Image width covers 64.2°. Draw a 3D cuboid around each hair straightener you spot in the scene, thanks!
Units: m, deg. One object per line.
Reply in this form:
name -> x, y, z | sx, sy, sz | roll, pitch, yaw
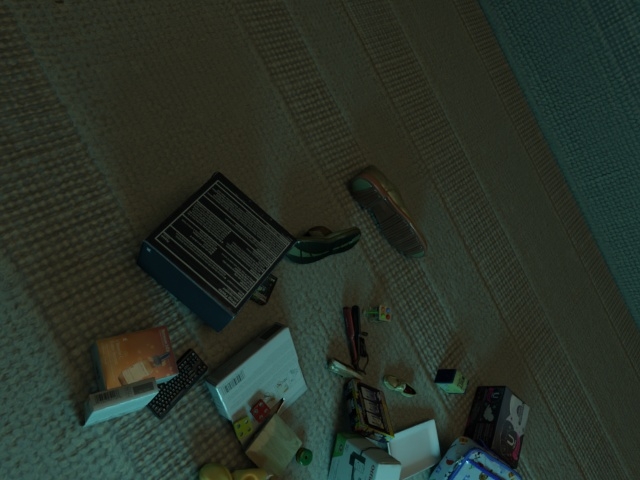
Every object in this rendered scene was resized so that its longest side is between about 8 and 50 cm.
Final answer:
hair straightener -> 0.134, 0.328, 1.694 | 0.089, 0.047, 0.231 | -6, 80, -36

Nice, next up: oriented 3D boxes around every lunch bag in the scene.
lunch bag -> 0.530, 0.816, 1.733 | 0.303, 0.115, 0.243 | 38, 89, -20

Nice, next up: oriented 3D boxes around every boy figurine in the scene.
boy figurine -> -0.202, 0.672, 1.324 | 0.285, 0.092, 0.177 | 34, 78, -20

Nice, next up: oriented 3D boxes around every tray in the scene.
tray -> 0.308, 0.696, 1.700 | 0.270, 0.030, 0.145 | 3, 75, -44

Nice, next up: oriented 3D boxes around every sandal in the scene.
sandal -> 0.000, 0.001, 1.672 | 0.302, 0.120, 0.086 | -12, 56, -39

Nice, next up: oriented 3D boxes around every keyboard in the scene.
keyboard -> -0.386, 0.362, 1.328 | 0.108, 0.023, 0.180 | 52, 53, -12

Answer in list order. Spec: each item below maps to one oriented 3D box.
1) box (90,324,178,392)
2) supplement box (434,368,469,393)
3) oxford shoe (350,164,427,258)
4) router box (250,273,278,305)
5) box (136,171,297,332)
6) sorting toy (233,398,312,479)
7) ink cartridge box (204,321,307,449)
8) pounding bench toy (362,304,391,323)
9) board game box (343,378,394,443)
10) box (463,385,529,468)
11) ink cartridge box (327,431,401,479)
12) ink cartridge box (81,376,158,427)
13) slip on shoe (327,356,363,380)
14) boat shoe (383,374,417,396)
box -> -0.453, 0.295, 1.242 | 0.170, 0.091, 0.130 | -9, 72, -36
supplement box -> 0.480, 0.516, 1.863 | 0.083, 0.083, 0.056 | 41, 58, -21
oxford shoe -> 0.280, -0.111, 1.875 | 0.397, 0.140, 0.146 | 53, 47, -14
router box -> -0.198, 0.125, 1.522 | 0.122, 0.038, 0.092 | 36, 58, -22
box -> -0.279, 0.032, 1.376 | 0.296, 0.183, 0.294 | 42, 55, -3
sorting toy -> -0.143, 0.565, 1.417 | 0.132, 0.046, 0.274 | -49, 113, -30
ink cartridge box -> -0.171, 0.407, 1.448 | 0.275, 0.060, 0.239 | -36, 123, -37
pounding bench toy -> 0.194, 0.250, 1.748 | 0.083, 0.065, 0.052 | 15, 68, -31
board game box -> 0.150, 0.533, 1.594 | 0.141, 0.048, 0.170 | 31, 27, -26
box -> 0.660, 0.693, 1.903 | 0.163, 0.142, 0.247 | 41, 57, -19
ink cartridge box -> 0.123, 0.666, 1.464 | 0.086, 0.208, 0.153 | 14, 87, -32
ink cartridge box -> -0.467, 0.374, 1.175 | 0.145, 0.179, 0.045 | -8, 69, -37
slip on shoe -> 0.079, 0.421, 1.632 | 0.135, 0.051, 0.041 | 34, 90, -28
boat shoe -> 0.276, 0.496, 1.747 | 0.135, 0.045, 0.050 | 31, 61, -25
